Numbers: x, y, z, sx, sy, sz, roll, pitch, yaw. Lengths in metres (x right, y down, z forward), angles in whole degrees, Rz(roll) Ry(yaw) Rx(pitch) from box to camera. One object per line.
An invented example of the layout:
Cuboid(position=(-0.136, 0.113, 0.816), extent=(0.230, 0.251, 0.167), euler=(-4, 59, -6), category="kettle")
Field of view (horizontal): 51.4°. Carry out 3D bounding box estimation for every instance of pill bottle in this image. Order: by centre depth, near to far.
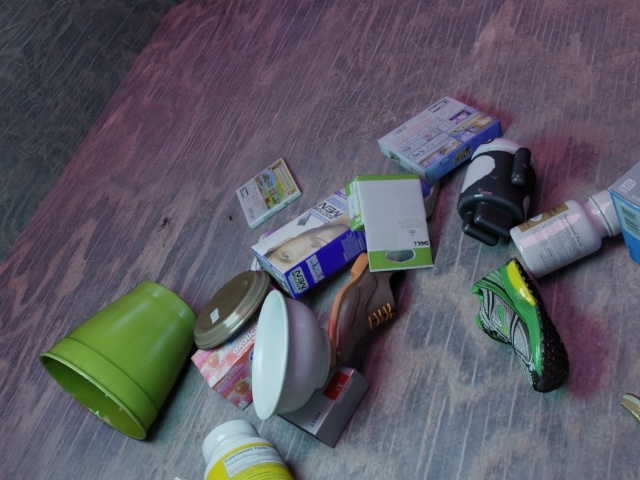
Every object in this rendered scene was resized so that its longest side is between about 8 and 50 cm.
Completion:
Cuboid(position=(-0.149, 0.567, 1.483), extent=(0.188, 0.188, 0.334), euler=(-41, 40, -1), category="pill bottle")
Cuboid(position=(0.561, -0.018, 1.505), extent=(0.229, 0.131, 0.131), euler=(-28, 42, 14), category="pill bottle")

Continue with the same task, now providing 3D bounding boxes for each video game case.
Cuboid(position=(0.345, -0.297, 1.937), extent=(0.269, 0.061, 0.244), euler=(-34, 39, -10), category="video game case")
Cuboid(position=(-0.181, -0.165, 2.285), extent=(0.206, 0.026, 0.227), euler=(-35, 40, 7), category="video game case")

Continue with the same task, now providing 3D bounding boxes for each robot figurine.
Cuboid(position=(0.439, -0.128, 1.662), extent=(0.209, 0.173, 0.278), euler=(-1, 55, 37), category="robot figurine")

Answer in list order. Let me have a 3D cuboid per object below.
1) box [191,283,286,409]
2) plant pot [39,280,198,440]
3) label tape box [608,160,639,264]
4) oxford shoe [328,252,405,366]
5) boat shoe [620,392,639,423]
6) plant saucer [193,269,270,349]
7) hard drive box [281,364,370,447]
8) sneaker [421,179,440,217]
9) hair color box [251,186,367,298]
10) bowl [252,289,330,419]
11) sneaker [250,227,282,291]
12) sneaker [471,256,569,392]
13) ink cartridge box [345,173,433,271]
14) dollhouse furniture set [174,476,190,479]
Cuboid(position=(-0.178, 0.280, 1.795), extent=(0.300, 0.142, 0.154), euler=(-45, 39, -5), category="box")
Cuboid(position=(-0.538, 0.318, 1.919), extent=(0.366, 0.366, 0.353), euler=(6, 46, 40), category="plant pot")
Cuboid(position=(0.770, -0.117, 1.340), extent=(0.347, 0.249, 0.115), euler=(-42, 41, -1), category="label tape box")
Cuboid(position=(0.113, 0.168, 1.649), extent=(0.132, 0.130, 0.364), euler=(12, 46, 17), category="oxford shoe")
Cuboid(position=(0.611, 0.353, 1.191), extent=(0.072, 0.068, 0.190), euler=(-53, 41, 4), category="boat shoe")
Cuboid(position=(-0.249, 0.179, 1.815), extent=(0.278, 0.041, 0.278), euler=(-37, 21, 17), category="plant saucer")
Cuboid(position=(-0.023, 0.371, 1.637), extent=(0.232, 0.089, 0.181), euler=(15, 65, 44), category="hard drive box")
Cuboid(position=(0.277, -0.120, 1.866), extent=(0.084, 0.058, 0.152), euler=(0, 50, 30), category="sneaker")
Cuboid(position=(0.000, 0.000, 1.871), extent=(0.339, 0.110, 0.185), euler=(-35, 39, -17), category="hair color box")
Cuboid(position=(-0.061, 0.267, 1.541), extent=(0.298, 0.134, 0.298), euler=(-173, 90, -73), category="bowl")
Cuboid(position=(-0.113, 0.062, 1.975), extent=(0.161, 0.102, 0.282), euler=(-17, 46, 21), category="sneaker")
Cuboid(position=(0.427, 0.195, 1.440), extent=(0.146, 0.134, 0.343), euler=(-33, 32, 19), category="sneaker")
Cuboid(position=(0.180, -0.041, 1.767), extent=(0.097, 0.188, 0.255), euler=(144, 120, -68), category="ink cartridge box")
Cuboid(position=(-0.440, 0.651, 1.623), extent=(0.242, 0.212, 0.161), euler=(10, 59, 12), category="dollhouse furniture set")
